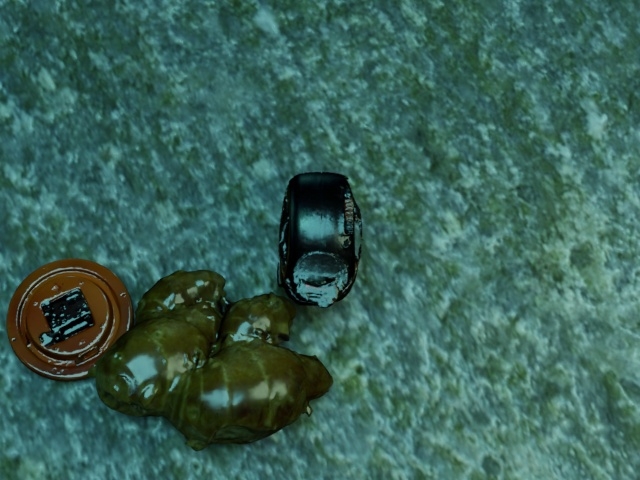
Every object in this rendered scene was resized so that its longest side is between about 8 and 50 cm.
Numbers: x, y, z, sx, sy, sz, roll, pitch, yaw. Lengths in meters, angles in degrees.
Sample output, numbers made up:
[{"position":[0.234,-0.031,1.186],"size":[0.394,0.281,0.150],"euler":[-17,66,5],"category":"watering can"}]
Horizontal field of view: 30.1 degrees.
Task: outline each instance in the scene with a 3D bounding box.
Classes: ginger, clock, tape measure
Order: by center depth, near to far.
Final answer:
[{"position":[-0.160,0.192,1.866],"size":[0.357,0.152,0.274],"euler":[20,51,4],"category":"ginger"},{"position":[0.000,0.000,1.905],"size":[0.135,0.202,0.223],"euler":[1,84,-3],"category":"tape measure"},{"position":[-0.405,0.127,1.926],"size":[0.205,0.051,0.205],"euler":[1,70,-3],"category":"clock"}]
